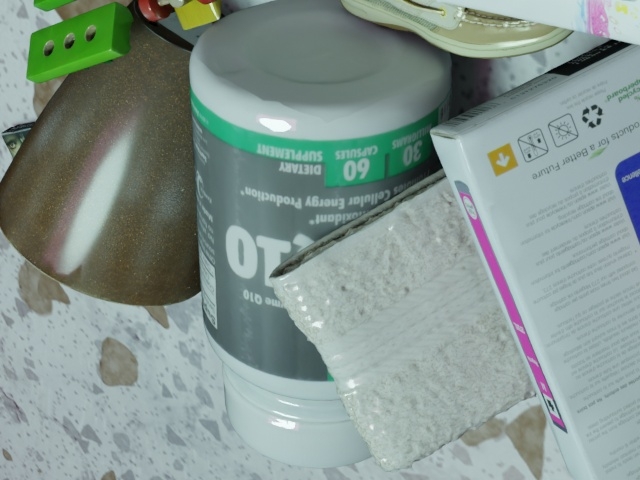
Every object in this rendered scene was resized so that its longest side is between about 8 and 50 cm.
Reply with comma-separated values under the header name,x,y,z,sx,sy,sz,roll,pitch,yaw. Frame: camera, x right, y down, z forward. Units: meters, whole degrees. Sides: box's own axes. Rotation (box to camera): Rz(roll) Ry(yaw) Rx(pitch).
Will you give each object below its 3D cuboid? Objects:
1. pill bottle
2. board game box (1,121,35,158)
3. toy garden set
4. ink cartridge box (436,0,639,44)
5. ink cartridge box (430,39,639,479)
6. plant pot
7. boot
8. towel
name,x,y,z,sx,sy,sz,roll,pitch,yaw
pill bottle,0.000,0.000,1.151,0.204,0.204,0.361,23,132,30
board game box,-0.252,-0.072,1.468,0.186,0.026,0.126,-5,114,45
toy garden set,-0.149,-0.259,1.146,0.204,0.049,0.244,-11,69,39
ink cartridge box,0.203,-0.205,0.804,0.353,0.207,0.119,21,131,38
ink cartridge box,0.228,0.050,0.996,0.370,0.176,0.069,66,170,-13
plant pot,-0.154,-0.097,1.249,0.215,0.215,0.230,38,121,17
boot,0.080,-0.221,0.988,0.213,0.077,0.165,21,148,36
towel,0.126,0.033,1.026,0.187,0.282,0.049,61,175,-15
